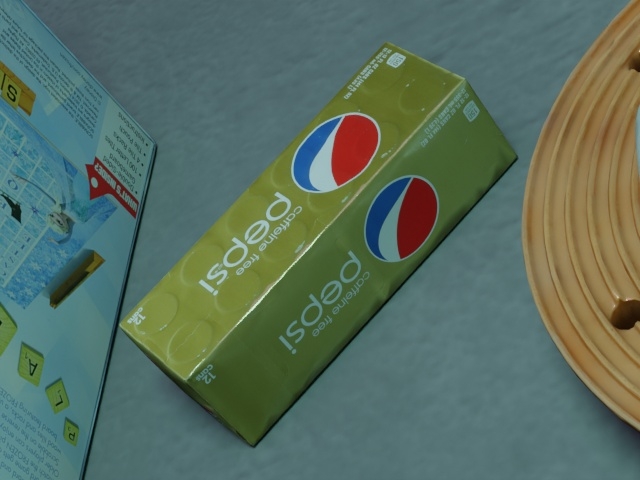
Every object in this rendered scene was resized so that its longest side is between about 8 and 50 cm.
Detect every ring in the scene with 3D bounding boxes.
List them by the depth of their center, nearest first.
[{"bbox_3d":[0.236,-0.040,0.613,0.336,0.032,0.336,-20,41,19],"label":"ring"}]

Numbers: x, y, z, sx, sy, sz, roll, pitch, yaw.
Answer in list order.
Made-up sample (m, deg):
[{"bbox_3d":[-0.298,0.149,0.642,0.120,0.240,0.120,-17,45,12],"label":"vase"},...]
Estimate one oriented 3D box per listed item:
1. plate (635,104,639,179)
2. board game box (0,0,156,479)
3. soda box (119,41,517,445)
[{"bbox_3d":[0.233,0.039,0.469,0.277,0.045,0.278,-10,62,19],"label":"plate"},{"bbox_3d":[-0.210,-0.013,0.720,0.066,0.319,0.318,-16,45,27],"label":"board game box"},{"bbox_3d":[0.000,0.000,0.747,0.181,0.058,0.061,-48,41,-8],"label":"soda box"}]
